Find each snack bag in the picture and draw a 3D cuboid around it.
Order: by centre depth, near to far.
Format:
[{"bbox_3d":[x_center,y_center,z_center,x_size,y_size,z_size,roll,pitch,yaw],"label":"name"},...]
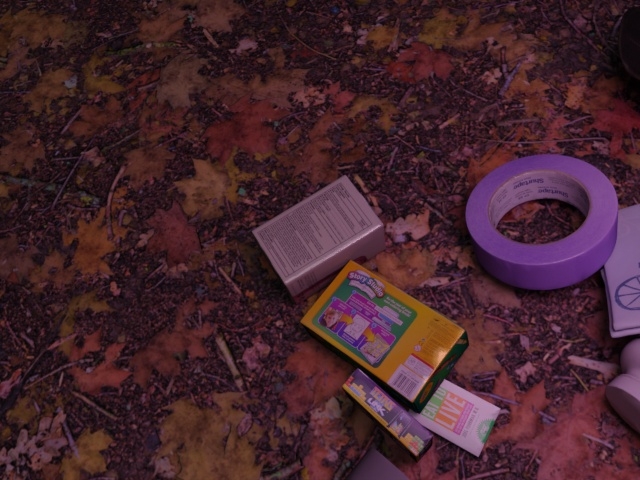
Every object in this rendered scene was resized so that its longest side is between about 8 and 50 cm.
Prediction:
[{"bbox_3d":[0.661,0.017,1.058,0.323,0.037,0.342,-18,31,28],"label":"snack bag"}]

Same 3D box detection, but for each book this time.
[{"bbox_3d":[0.244,0.320,1.108,0.144,0.035,0.096,25,75,18],"label":"book"}]

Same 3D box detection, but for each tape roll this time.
[{"bbox_3d":[0.141,0.436,0.961,0.219,0.219,0.072,38,75,23],"label":"tape roll"},{"bbox_3d":[0.430,-0.041,1.173,0.275,0.090,0.274,-13,48,15],"label":"tape roll"}]

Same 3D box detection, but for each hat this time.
[{"bbox_3d":[0.758,-0.367,1.295,0.332,0.134,0.331,5,64,-10],"label":"hat"}]

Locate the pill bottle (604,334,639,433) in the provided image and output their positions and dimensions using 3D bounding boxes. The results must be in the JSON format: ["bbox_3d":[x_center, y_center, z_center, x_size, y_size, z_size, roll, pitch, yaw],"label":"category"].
[{"bbox_3d":[0.650,0.195,1.016,0.323,0.181,0.181,-37,65,-9],"label":"pill bottle"}]

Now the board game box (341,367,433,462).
[{"bbox_3d":[0.121,0.313,1.067,0.170,0.141,0.048,39,76,22],"label":"board game box"}]

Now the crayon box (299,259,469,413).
[{"bbox_3d":[0.119,0.176,1.144,0.278,0.081,0.165,32,73,31],"label":"crayon box"}]

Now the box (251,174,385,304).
[{"bbox_3d":[0.000,0.000,1.243,0.232,0.127,0.148,-31,64,-7],"label":"box"}]
